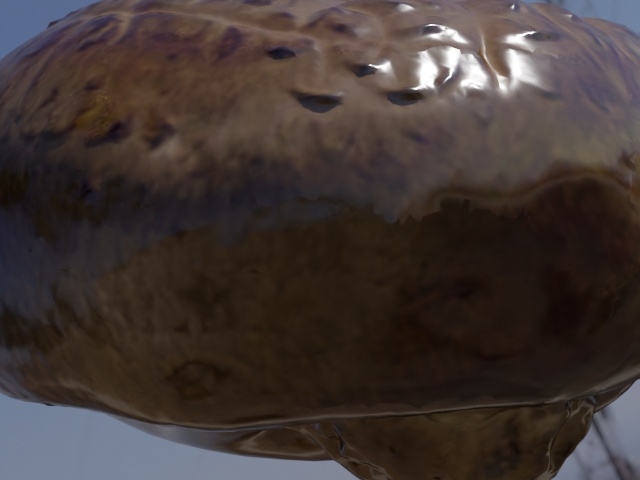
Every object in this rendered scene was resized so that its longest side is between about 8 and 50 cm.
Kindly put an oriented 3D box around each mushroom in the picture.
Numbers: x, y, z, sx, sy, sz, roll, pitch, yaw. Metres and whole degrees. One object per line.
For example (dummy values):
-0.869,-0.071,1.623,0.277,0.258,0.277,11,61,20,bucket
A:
0.000,0.000,0.586,0.253,0.153,0.253,3,-9,1,mushroom
